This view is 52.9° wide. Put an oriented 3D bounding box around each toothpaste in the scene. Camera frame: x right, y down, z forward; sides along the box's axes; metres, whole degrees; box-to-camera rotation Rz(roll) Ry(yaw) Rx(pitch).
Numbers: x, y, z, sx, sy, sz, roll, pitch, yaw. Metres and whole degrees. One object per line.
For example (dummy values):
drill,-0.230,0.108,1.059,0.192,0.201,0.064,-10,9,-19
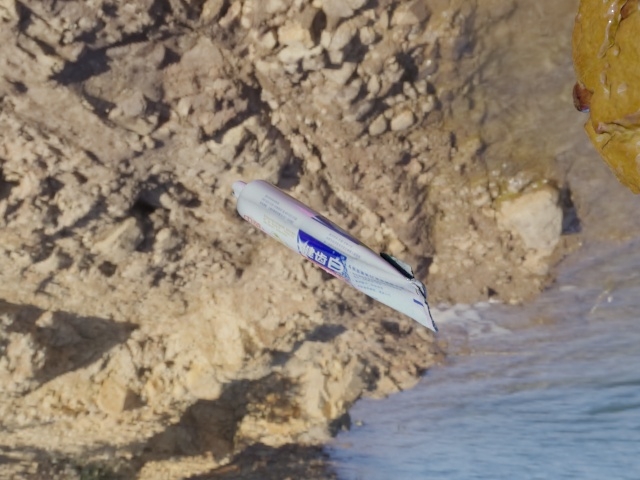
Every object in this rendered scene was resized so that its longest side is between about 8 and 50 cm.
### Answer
toothpaste,0.000,0.000,0.376,0.170,0.028,0.045,32,156,39

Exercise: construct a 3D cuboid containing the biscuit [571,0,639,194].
biscuit,0.322,-0.152,0.492,0.075,0.295,0.296,-9,168,-37
